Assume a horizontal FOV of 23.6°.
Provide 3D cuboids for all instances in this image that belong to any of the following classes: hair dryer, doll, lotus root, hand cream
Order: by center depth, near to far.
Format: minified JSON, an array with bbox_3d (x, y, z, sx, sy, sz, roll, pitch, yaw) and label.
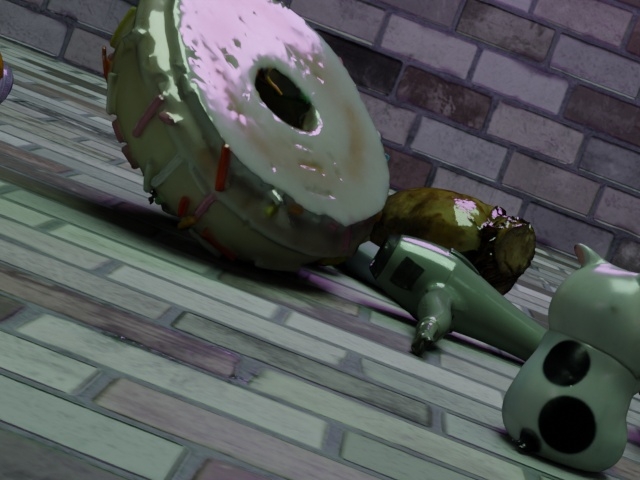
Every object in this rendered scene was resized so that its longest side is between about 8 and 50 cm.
[{"bbox_3d":[0.226,0.105,1.294,0.110,0.181,0.107,24,-6,33],"label":"doll"},{"bbox_3d":[0.173,0.101,1.668,0.229,0.092,0.267,25,19,-19],"label":"hair dryer"},{"bbox_3d":[0.072,0.032,1.907,0.079,0.048,0.255,24,3,-43],"label":"hand cream"},{"bbox_3d":[0.155,0.007,1.989,0.169,0.141,0.314,19,-3,-38],"label":"lotus root"}]

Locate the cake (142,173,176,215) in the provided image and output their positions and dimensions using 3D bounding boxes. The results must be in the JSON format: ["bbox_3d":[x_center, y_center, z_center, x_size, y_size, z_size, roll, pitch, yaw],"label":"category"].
[{"bbox_3d":[-0.134,-0.066,1.855,0.135,0.098,0.287,18,-2,35],"label":"cake"}]

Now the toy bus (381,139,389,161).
[{"bbox_3d":[-0.004,-0.111,2.033,0.134,0.114,0.246,27,-6,-11],"label":"toy bus"}]

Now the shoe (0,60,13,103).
[{"bbox_3d":[-0.562,-0.267,2.166,0.245,0.095,0.137,30,6,18],"label":"shoe"}]

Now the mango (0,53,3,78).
[{"bbox_3d":[-0.501,-0.208,1.694,0.187,0.144,0.359,11,6,33],"label":"mango"}]

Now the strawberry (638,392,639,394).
[{"bbox_3d":[0.470,0.137,1.525,0.312,0.267,0.351,16,-18,2],"label":"strawberry"}]

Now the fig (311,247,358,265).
[{"bbox_3d":[0.000,0.000,1.881,0.082,0.098,0.084,40,33,-18],"label":"fig"}]

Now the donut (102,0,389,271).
[{"bbox_3d":[-0.085,-0.126,1.720,0.382,0.142,0.383,36,35,-30],"label":"donut"}]
